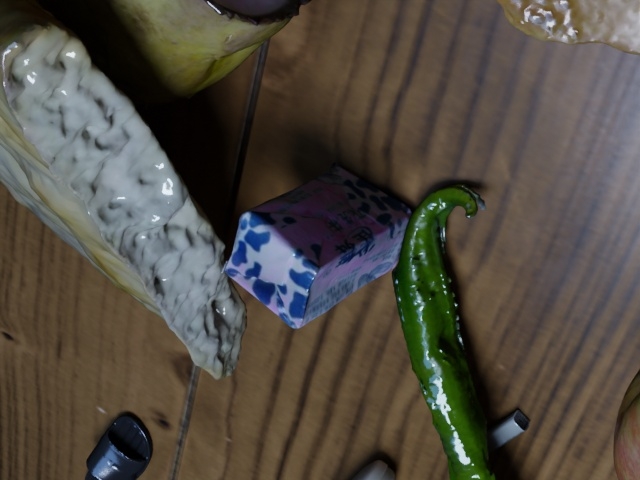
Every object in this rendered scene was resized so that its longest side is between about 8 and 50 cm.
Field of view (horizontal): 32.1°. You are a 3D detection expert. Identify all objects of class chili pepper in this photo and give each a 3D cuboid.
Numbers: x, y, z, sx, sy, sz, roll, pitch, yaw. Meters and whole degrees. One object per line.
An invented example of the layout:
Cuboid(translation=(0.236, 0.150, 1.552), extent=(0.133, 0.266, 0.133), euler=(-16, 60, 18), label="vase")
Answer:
Cuboid(translation=(0.122, 0.130, 0.975), extent=(0.085, 0.076, 0.359), euler=(15, 121, 59), label="chili pepper")

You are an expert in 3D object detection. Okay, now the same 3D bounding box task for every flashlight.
Cuboid(translation=(0.158, 0.184, 1.026), extent=(0.018, 0.018, 0.083), euler=(47, 129, 2), label="flashlight")

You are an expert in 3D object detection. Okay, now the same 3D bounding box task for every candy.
Cuboid(translation=(0.000, 0.000, 0.938), extent=(0.092, 0.160, 0.073), euler=(35, 124, 20), label="candy")

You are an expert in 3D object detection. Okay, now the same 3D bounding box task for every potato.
Cuboid(translation=(-0.142, -0.215, 0.894), extent=(0.266, 0.229, 0.229), euler=(-31, 96, 46), label="potato")

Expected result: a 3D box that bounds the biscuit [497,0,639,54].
Cuboid(translation=(0.226, -0.250, 0.739), extent=(0.376, 0.051, 0.269), euler=(5, 119, 30), label="biscuit")

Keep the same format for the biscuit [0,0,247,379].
Cuboid(translation=(-0.234, -0.089, 0.956), extent=(0.446, 0.104, 0.429), euler=(33, 163, 42), label="biscuit")

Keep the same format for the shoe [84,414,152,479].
Cuboid(translation=(-0.246, 0.268, 1.295), extent=(0.062, 0.053, 0.159), euler=(43, 131, 10), label="shoe")

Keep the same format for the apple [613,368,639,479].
Cuboid(translation=(0.307, 0.133, 0.795), extent=(0.164, 0.209, 0.209), euler=(33, 127, 12), label="apple")

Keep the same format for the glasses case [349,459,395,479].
Cuboid(translation=(0.018, 0.300, 1.132), extent=(0.051, 0.081, 0.204), euler=(35, 126, 8), label="glasses case")
